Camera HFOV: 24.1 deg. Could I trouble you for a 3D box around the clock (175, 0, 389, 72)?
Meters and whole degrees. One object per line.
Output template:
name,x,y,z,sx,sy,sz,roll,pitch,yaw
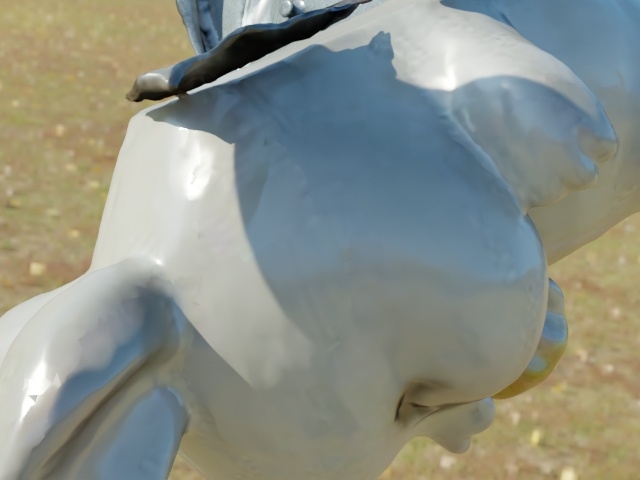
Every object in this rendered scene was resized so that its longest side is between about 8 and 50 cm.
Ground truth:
clock,0.006,-0.125,0.671,0.156,0.229,0.063,11,0,34

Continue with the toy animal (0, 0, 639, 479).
toy animal,0.006,-0.002,0.509,0.325,0.154,0.208,-26,7,-19
